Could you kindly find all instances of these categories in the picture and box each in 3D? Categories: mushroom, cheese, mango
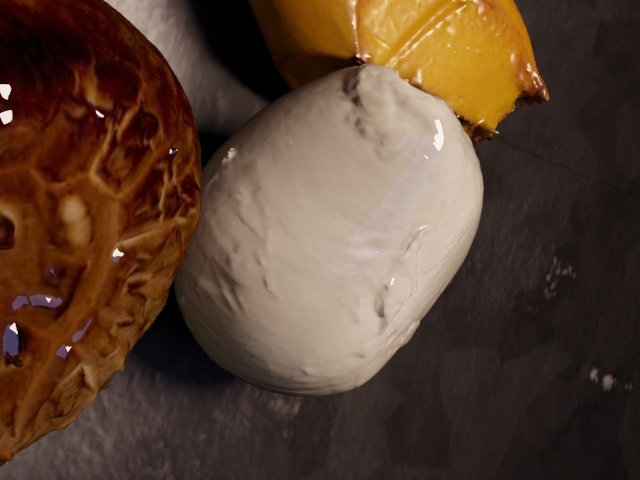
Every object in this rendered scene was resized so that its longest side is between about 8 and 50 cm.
[{"bbox_3d":[-0.183,-0.018,0.524,0.297,0.163,0.278,-19,110,-43],"label":"mushroom"},{"bbox_3d":[0.000,0.000,0.686,0.189,0.154,0.198,-57,167,-11],"label":"cheese"},{"bbox_3d":[0.031,-0.151,0.717,0.252,0.126,0.154,41,60,-30],"label":"mango"}]
